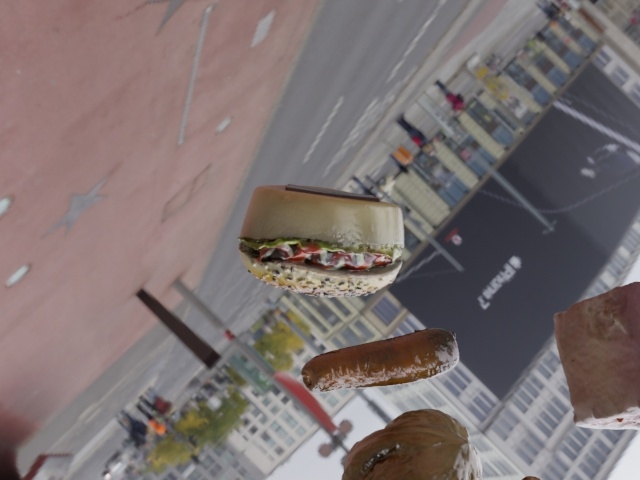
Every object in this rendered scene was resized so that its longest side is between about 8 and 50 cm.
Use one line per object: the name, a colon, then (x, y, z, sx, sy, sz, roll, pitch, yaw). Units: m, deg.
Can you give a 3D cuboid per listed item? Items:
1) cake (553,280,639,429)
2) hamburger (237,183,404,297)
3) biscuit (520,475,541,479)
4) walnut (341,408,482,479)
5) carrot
cake: (0.596, 0.212, 1.376, 0.237, 0.309, 0.230, -38, -132, 52)
hamburger: (0.000, 0.000, 1.317, 0.300, 0.300, 0.176, -36, 133, -79)
biscuit: (0.209, 0.354, 0.821, 0.280, 0.043, 0.183, -37, -132, 43)
walnut: (0.112, 0.284, 0.924, 0.184, 0.155, 0.155, -42, 180, 28)
carrot: (0.069, 0.142, 0.891, 0.186, 0.060, 0.060, -12, 178, 0)
